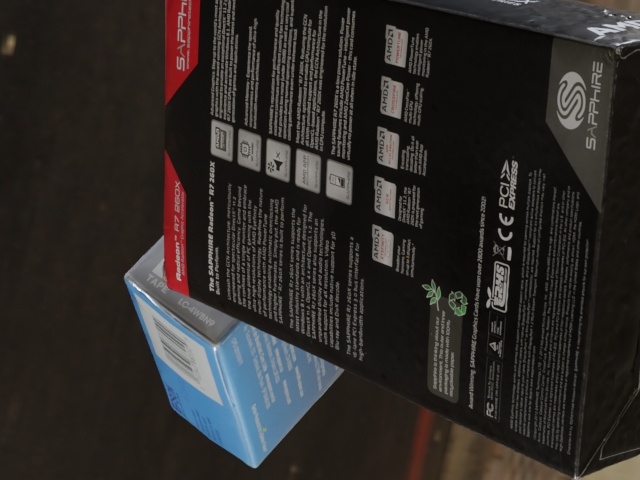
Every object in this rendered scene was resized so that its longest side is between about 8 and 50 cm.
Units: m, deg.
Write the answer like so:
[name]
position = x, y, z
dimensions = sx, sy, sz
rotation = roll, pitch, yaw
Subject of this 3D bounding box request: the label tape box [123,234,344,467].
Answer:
[label tape box]
position = 0.000, 0.000, 1.443
dimensions = 0.347, 0.115, 0.249
rotation = -49, 156, -21

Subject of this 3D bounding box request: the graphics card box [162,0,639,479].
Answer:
[graphics card box]
position = 0.048, -0.037, 0.953
dimensions = 0.094, 0.371, 0.232
rotation = -11, 111, -38
